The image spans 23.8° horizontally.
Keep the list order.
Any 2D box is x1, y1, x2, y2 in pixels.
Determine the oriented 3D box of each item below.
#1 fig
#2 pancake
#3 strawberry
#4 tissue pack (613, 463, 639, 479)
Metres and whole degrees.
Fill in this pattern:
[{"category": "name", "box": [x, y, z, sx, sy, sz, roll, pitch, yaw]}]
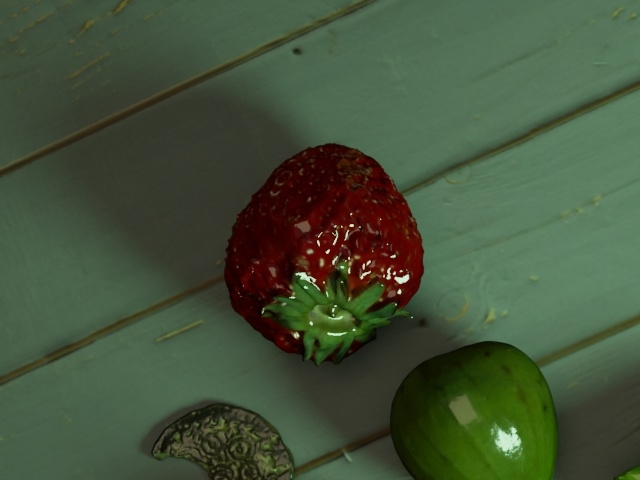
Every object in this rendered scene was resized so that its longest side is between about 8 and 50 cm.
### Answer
[{"category": "fig", "box": [0.197, 0.240, 1.818, 0.203, 0.203, 0.225, -30, 68, 3]}, {"category": "pancake", "box": [-0.122, 0.304, 1.954, 0.184, 0.020, 0.191, -13, 76, 7]}, {"category": "strawberry", "box": [0.000, 0.000, 1.894, 0.257, 0.257, 0.277, -13, 44, 7]}, {"category": "tissue pack", "box": [0.490, 0.356, 1.757, 0.200, 0.167, 0.275, -26, 76, 4]}]
